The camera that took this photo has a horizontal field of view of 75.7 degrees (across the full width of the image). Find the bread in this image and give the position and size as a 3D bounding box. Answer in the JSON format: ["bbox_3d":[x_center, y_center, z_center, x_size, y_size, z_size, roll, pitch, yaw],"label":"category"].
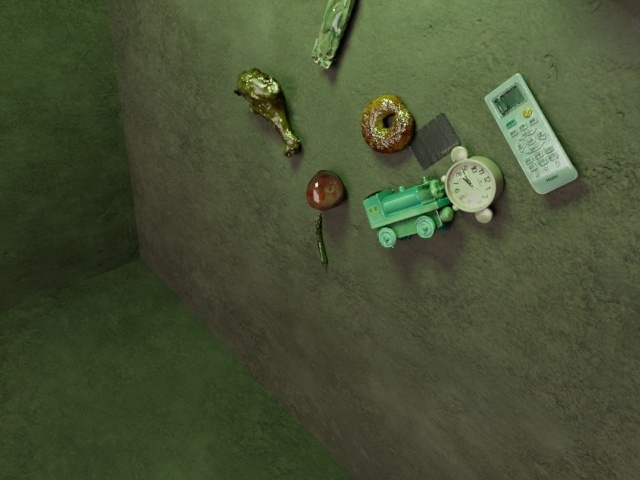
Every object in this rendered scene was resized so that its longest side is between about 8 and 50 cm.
[{"bbox_3d":[0.205,-0.363,1.301,0.193,0.063,0.194,19,120,38],"label":"bread"}]

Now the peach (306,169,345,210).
[{"bbox_3d":[0.012,-0.192,1.539,0.152,0.152,0.152,23,125,37],"label":"peach"}]

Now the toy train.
[{"bbox_3d":[0.281,-0.093,1.324,0.298,0.120,0.194,-17,92,49],"label":"toy train"}]

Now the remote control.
[{"bbox_3d":[0.525,-0.263,1.028,0.103,0.051,0.294,-33,81,49],"label":"remote control"}]

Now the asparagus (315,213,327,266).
[{"bbox_3d":[0.000,0.000,1.729,0.034,0.027,0.236,7,115,39],"label":"asparagus"}]

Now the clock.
[{"bbox_3d":[0.434,-0.160,1.170,0.155,0.063,0.230,-23,90,52],"label":"clock"}]

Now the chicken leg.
[{"bbox_3d":[-0.180,-0.513,1.578,0.361,0.140,0.211,48,159,3],"label":"chicken leg"}]

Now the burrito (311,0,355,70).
[{"bbox_3d":[0.050,-0.691,1.290,0.096,0.066,0.309,44,133,25],"label":"burrito"}]

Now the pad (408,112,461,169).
[{"bbox_3d":[0.337,-0.296,1.242,0.157,0.003,0.112,-34,84,49],"label":"pad"}]
